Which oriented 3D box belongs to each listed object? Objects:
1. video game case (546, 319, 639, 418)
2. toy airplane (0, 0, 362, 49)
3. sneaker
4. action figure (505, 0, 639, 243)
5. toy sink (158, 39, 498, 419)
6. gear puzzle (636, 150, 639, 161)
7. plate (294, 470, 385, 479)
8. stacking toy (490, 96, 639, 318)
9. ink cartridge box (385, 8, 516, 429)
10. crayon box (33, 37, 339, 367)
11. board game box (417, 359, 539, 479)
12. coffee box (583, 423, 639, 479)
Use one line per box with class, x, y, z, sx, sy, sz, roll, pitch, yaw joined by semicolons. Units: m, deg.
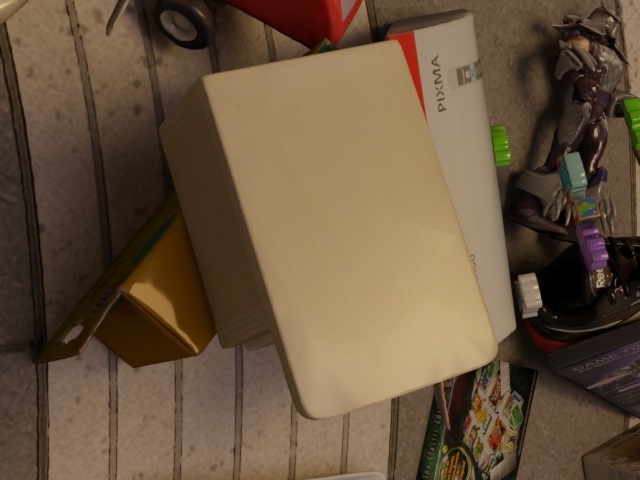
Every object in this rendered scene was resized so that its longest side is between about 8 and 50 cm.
video game case;0.408;0.142;1.312;0.274;0.196;0.026;29;44;-48
toy airplane;-0.113;-0.341;0.848;0.384;0.272;0.386;-5;88;-42
sneaker;0.343;0.041;1.234;0.135;0.276;0.098;40;34;-56
action figure;0.307;-0.140;1.292;0.185;0.099;0.285;15;88;-44
toy sink;0.000;0.000;0.793;0.153;0.131;0.234;-16;84;-24
gear puzzle;0.552;-0.152;1.514;0.339;0.044;0.175;-44;118;-26
plate;-0.064;0.363;1.091;0.277;0.045;0.278;4;91;-38
stacking toy;0.274;-0.032;1.183;0.167;0.052;0.221;-9;73;0
ink cartridge box;0.124;-0.045;1.020;0.091;0.385;0.308;-8;102;6
crayon box;-0.094;-0.005;0.936;0.081;0.202;0.318;42;69;-12
board game box;0.167;0.260;1.268;0.136;0.030;0.260;17;83;-39
coffee box;0.459;0.302;1.355;0.141;0.246;0.098;-20;106;-35
